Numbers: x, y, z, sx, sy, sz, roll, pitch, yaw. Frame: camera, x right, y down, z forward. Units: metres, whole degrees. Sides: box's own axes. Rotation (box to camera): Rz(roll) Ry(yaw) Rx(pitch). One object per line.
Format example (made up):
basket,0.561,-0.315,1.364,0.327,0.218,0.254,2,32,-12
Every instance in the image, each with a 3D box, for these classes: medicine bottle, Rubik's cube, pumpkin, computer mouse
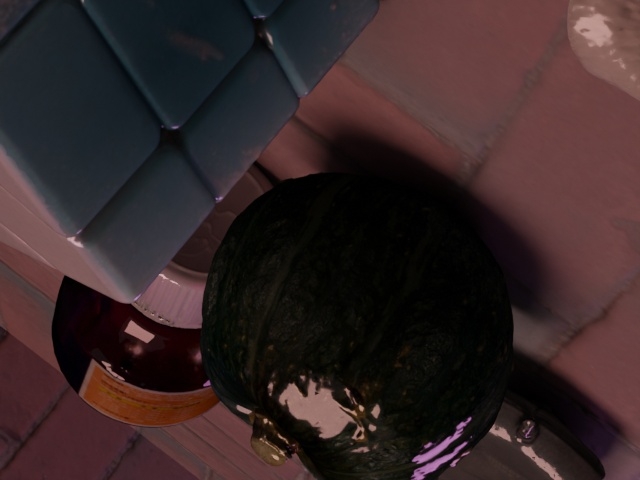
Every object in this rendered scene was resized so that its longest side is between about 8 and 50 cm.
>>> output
medicine bottle,-0.165,0.055,1.855,0.242,0.242,0.395,38,157,2
Rubik's cube,-0.207,-0.200,1.225,0.318,0.316,0.322,23,155,41
pumpkin,0.033,0.068,1.489,0.293,0.263,0.197,32,157,12
computer mouse,0.197,0.237,1.791,0.188,0.122,0.371,32,154,10

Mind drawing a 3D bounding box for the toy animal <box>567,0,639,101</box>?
toy animal,0.255,-0.103,0.912,0.220,0.104,0.131,23,154,41
